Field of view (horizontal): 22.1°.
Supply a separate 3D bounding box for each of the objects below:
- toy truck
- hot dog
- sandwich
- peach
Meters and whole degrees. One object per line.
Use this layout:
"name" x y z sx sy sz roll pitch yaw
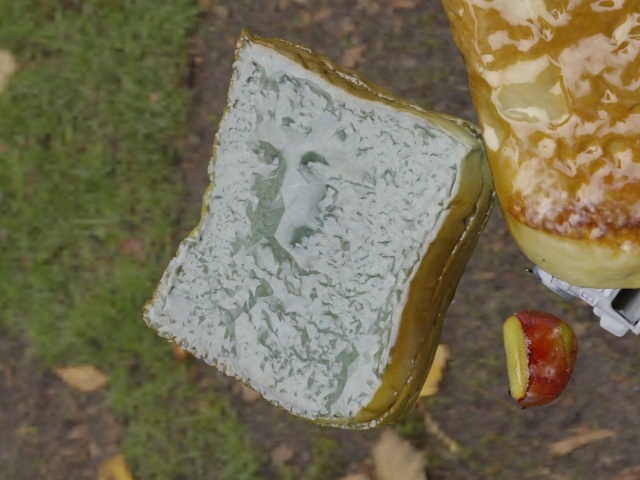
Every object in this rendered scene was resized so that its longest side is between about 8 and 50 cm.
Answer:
"toy truck" 0.245 0.001 1.251 0.124 0.253 0.114 35 105 6
"hot dog" 0.147 -0.188 0.875 0.185 0.223 0.405 -13 108 12
"sandwich" 0.000 0.000 1.443 0.271 0.099 0.301 27 103 30
"peach" 0.182 0.096 1.378 0.077 0.083 0.050 47 145 3
